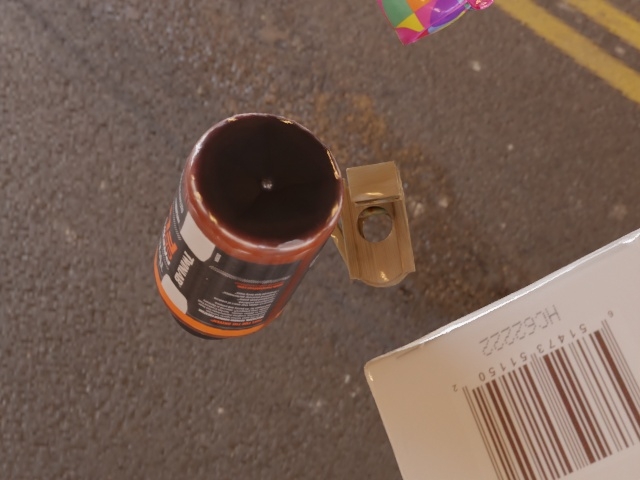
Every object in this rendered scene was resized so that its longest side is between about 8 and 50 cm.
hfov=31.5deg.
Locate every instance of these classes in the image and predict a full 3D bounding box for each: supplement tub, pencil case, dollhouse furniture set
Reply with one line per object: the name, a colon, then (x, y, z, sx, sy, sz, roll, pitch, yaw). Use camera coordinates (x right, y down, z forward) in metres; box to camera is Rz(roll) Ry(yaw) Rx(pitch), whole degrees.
supplement tub: (-0.058, 0.003, 0.790, 0.106, 0.198, 0.106, 7, 62, -14)
pencil case: (0.075, -0.311, 1.126, 0.104, 0.104, 0.236, -32, 90, -40)
dollhouse furniture set: (0.000, 0.000, 1.028, 0.160, 0.182, 0.101, -9, 87, 6)

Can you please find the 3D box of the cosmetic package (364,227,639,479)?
cosmetic package: (0.235, 0.176, 0.873, 0.230, 0.453, 0.162, -27, 59, 13)
